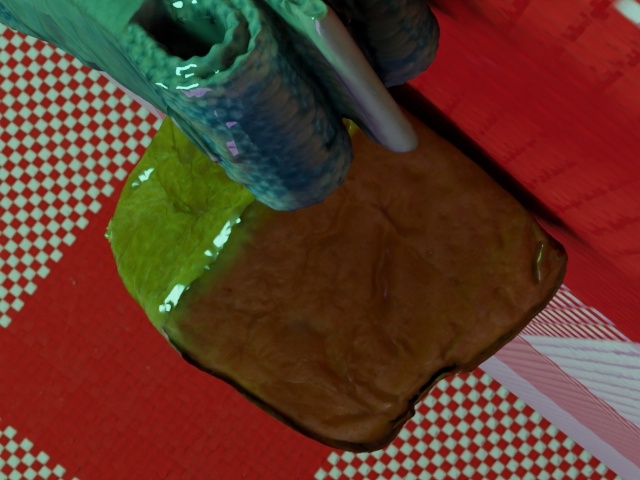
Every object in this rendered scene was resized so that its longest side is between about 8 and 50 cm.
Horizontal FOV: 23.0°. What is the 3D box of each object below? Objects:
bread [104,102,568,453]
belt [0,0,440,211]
[{"bbox_3d":[0.000,0.000,0.723,0.158,0.143,0.149,39,-176,-33],"label":"bread"},{"bbox_3d":[-0.067,-0.100,0.550,0.302,0.087,0.072,34,163,48],"label":"belt"}]
